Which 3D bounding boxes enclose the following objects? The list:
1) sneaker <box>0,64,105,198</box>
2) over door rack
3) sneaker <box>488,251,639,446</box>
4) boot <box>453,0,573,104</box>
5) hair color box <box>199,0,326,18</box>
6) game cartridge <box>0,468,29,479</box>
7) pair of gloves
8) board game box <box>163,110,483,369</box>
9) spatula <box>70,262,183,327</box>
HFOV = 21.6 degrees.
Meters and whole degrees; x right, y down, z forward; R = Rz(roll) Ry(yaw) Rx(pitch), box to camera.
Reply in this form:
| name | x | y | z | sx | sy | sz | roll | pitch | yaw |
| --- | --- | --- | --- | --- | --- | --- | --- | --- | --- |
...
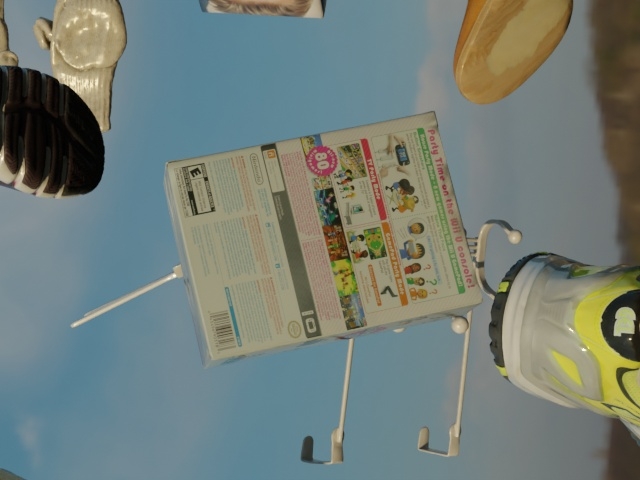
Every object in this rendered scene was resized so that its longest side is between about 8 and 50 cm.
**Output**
| name | x | y | z | sx | sy | sz | roll | pitch | yaw |
| --- | --- | --- | --- | --- | --- | --- | --- | --- | --- |
| sneaker | -0.330 | -0.098 | 1.446 | 0.281 | 0.162 | 0.106 | 20 | -110 | -49 |
| over door rack | 0.128 | 0.130 | 2.047 | 0.239 | 0.108 | 0.324 | 4 | -75 | -45 |
| sneaker | 0.309 | 0.113 | 1.328 | 0.385 | 0.147 | 0.145 | 15 | -95 | -36 |
| boot | 0.166 | -0.280 | 1.719 | 0.104 | 0.211 | 0.295 | 37 | -101 | -39 |
| hair color box | -0.089 | -0.421 | 2.114 | 0.347 | 0.174 | 0.105 | 75 | -158 | -62 |
| game cartridge | -0.272 | 0.414 | 1.754 | 0.053 | 0.324 | 0.285 | -6 | -79 | -38 |
| pair of gloves | -0.355 | -0.240 | 2.042 | 0.042 | 0.240 | 0.204 | 28 | -109 | -82 |
| board game box | 0.000 | 0.000 | 1.824 | 0.097 | 0.303 | 0.224 | 120 | 138 | -75 |
| spatula | -0.224 | 0.055 | 2.267 | 0.168 | 0.242 | 0.019 | -75 | -40 | -85 |
